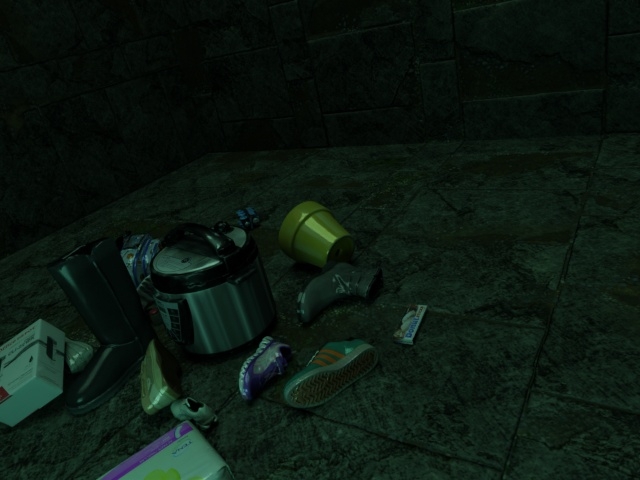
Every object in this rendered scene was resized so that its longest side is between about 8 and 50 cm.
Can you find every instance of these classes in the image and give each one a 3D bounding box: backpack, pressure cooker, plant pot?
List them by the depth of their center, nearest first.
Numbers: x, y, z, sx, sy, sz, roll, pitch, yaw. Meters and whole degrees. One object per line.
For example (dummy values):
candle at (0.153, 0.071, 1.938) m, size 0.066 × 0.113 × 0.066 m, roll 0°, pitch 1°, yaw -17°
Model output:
pressure cooker at (-0.367, 0.134, 1.653) m, size 0.370 × 0.420 × 0.375 m, roll -11°, pitch 26°, yaw 3°
plant pot at (0.000, 0.000, 1.980) m, size 0.254 × 0.254 × 0.239 m, roll -30°, pitch 44°, yaw -31°
backpack at (-0.750, 0.126, 2.082) m, size 0.213 × 0.276 × 0.263 m, roll -7°, pitch 39°, yaw 17°

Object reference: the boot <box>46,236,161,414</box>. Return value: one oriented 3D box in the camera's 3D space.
boot at (-0.723, 0.256, 1.544) m, size 0.146 × 0.445 × 0.367 m, roll 3°, pitch 30°, yaw 31°

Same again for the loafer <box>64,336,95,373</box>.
loafer at (-0.938, 0.401, 1.746) m, size 0.319 × 0.112 × 0.111 m, roll 3°, pitch 21°, yaw 30°

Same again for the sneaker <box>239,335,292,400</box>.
sneaker at (-0.155, 0.374, 1.445) m, size 0.104 × 0.095 × 0.236 m, roll 5°, pitch 29°, yaw 19°

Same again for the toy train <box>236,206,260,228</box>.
toy train at (-0.378, -0.118, 2.581) m, size 0.105 × 0.080 × 0.184 m, roll -14°, pitch 24°, yaw -15°

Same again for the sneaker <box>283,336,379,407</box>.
sneaker at (0.014, 0.361, 1.374) m, size 0.302 × 0.108 × 0.121 m, roll -19°, pitch 24°, yaw -30°

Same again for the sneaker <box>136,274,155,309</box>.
sneaker at (-0.665, 0.193, 1.908) m, size 0.281 × 0.105 × 0.115 m, roll -36°, pitch 14°, yaw -1°

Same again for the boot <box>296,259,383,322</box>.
boot at (0.075, 0.175, 1.716) m, size 0.223 × 0.118 × 0.338 m, roll 8°, pitch 37°, yaw 28°

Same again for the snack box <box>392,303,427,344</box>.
snack box at (0.282, 0.259, 1.536) m, size 0.064 × 0.022 × 0.178 m, roll 2°, pitch 29°, yaw 27°

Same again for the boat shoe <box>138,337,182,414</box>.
boat shoe at (-0.509, 0.407, 1.508) m, size 0.110 × 0.121 × 0.341 m, roll -43°, pitch 21°, yaw -7°

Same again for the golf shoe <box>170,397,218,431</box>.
golf shoe at (-0.360, 0.461, 1.367) m, size 0.176 × 0.086 × 0.069 m, roll 4°, pitch 32°, yaw 36°

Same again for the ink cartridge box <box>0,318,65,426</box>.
ink cartridge box at (-0.944, 0.418, 1.583) m, size 0.197 × 0.114 × 0.273 m, roll -35°, pitch 40°, yaw 0°

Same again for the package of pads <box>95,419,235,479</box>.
package of pads at (-0.368, 0.573, 1.119) m, size 0.296 × 0.101 × 0.229 m, roll -30°, pitch 29°, yaw -30°

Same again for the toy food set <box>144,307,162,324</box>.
toy food set at (-0.581, 0.241, 1.904) m, size 0.232 × 0.104 × 0.111 m, roll -17°, pitch 25°, yaw -7°
